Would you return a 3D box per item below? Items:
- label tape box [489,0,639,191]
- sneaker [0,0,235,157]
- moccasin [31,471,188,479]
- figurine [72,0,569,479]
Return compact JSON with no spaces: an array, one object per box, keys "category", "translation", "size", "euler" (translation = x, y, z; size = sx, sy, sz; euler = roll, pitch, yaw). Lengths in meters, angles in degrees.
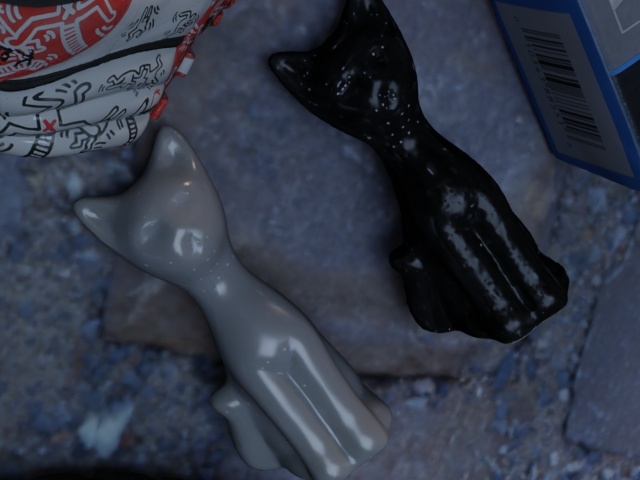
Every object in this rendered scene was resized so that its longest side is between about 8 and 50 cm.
[{"category":"label tape box","translation":[0.246,-0.223,0.628],"size":[0.334,0.106,0.240],"euler":[-36,117,-10]},{"category":"sneaker","translation":[-0.068,-0.139,0.532],"size":[0.270,0.090,0.145],"euler":[-39,162,-39]},{"category":"moccasin","translation":[-0.159,0.212,0.564],"size":[0.380,0.139,0.147],"euler":[-1,107,-23]},{"category":"figurine","translation":[0.000,0.000,0.608],"size":[0.215,0.092,0.209],"euler":[-37,109,-9]}]
